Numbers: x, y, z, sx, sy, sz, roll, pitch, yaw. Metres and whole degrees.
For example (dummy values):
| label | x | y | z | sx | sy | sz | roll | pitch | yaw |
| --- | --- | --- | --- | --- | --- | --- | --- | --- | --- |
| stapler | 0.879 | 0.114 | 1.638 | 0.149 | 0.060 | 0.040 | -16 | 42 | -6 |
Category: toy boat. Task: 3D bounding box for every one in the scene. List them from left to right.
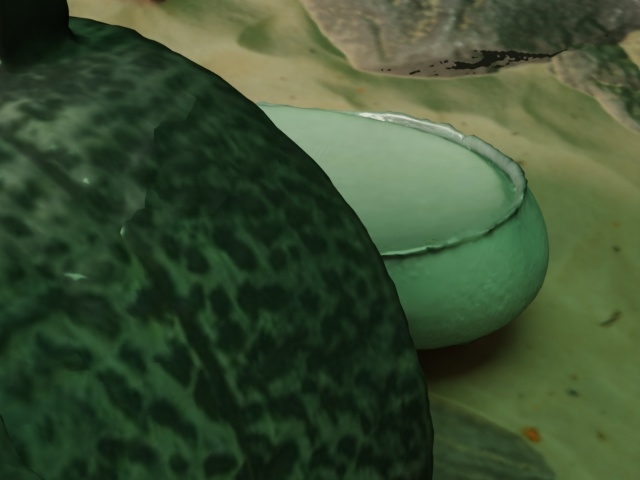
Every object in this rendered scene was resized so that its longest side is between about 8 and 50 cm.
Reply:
| label | x | y | z | sx | sy | sz | roll | pitch | yaw |
| --- | --- | --- | --- | --- | --- | --- | --- | --- | --- |
| toy boat | 0.000 | 0.000 | 0.742 | 0.207 | 0.079 | 0.134 | 8 | 33 | 19 |

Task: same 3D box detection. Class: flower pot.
| label | x | y | z | sx | sy | sz | roll | pitch | yaw |
| --- | --- | --- | --- | --- | --- | --- | --- | --- | --- |
| flower pot | -0.125 | 0.084 | 0.453 | 0.299 | 0.299 | 0.283 | 29 | 40 | 24 |
